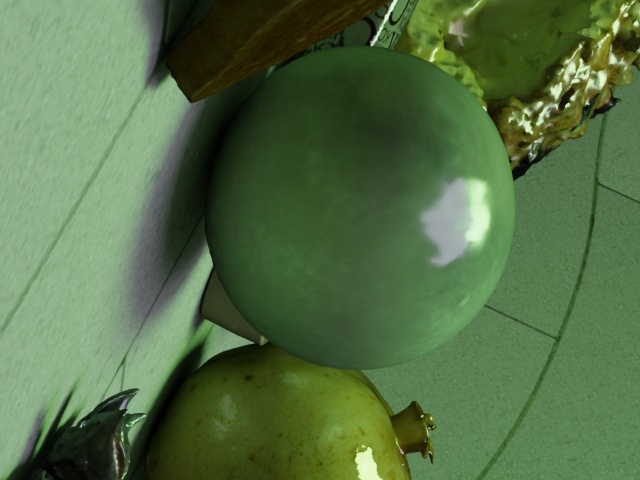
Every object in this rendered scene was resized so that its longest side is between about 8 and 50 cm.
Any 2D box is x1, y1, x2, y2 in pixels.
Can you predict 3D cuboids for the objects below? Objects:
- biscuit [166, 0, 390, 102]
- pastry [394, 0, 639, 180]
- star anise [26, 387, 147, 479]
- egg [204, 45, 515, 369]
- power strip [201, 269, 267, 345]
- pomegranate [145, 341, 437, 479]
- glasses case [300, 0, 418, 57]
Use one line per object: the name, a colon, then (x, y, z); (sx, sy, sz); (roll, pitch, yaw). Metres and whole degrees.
biscuit: (0.037, -0.183, 0.926); (0.273, 0.049, 0.257); (-30, 179, -30)
pastry: (0.185, -0.214, 1.617); (0.405, 0.292, 0.337); (-48, 177, -12)
star anise: (-0.185, 0.184, 1.096); (0.204, 0.061, 0.181); (-59, 178, -30)
egg: (0.033, -0.023, 1.249); (0.258, 0.258, 0.352); (-63, 166, -17)
power strip: (-0.059, 0.029, 1.562); (0.154, 0.078, 0.154); (-63, 175, -9)
pomegranate: (-0.026, 0.251, 1.627); (0.319, 0.319, 0.319); (25, 90, -85)
glasses case: (0.069, -0.276, 1.360); (0.137, 0.085, 0.355); (-41, 155, -80)
